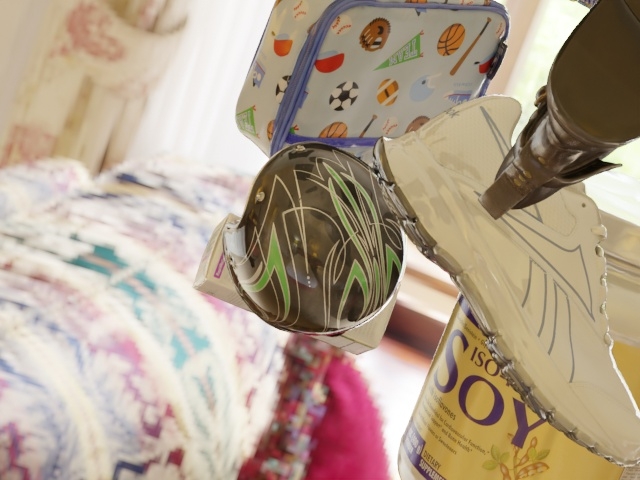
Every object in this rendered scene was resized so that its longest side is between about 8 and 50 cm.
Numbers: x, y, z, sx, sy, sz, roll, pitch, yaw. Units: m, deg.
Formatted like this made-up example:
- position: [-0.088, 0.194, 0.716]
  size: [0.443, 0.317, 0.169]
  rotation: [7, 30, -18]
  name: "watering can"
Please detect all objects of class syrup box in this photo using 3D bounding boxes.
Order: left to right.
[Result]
- position: [-0.032, 0.056, 1.939]
  size: [0.236, 0.096, 0.093]
  rotation: [23, -15, -9]
  name: "syrup box"

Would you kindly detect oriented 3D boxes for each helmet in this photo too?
- position: [0.000, 0.000, 1.410]
  size: [0.169, 0.161, 0.169]
  rotation: [10, 64, -21]
  name: "helmet"

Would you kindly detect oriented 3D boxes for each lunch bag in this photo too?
- position: [0.064, -0.175, 1.685]
  size: [0.303, 0.243, 0.115]
  rotation: [-1, 33, -40]
  name: "lunch bag"

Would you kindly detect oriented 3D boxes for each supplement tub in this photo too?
- position: [0.232, 0.113, 1.442]
  size: [0.241, 0.331, 0.241]
  rotation: [18, 17, -6]
  name: "supplement tub"

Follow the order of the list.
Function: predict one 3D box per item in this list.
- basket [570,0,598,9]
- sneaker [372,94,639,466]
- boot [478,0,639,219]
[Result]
- position: [0.301, -0.263, 1.260]
  size: [0.289, 0.201, 0.254]
  rotation: [14, 7, -32]
  name: "basket"
- position: [0.160, 0.027, 1.109]
  size: [0.297, 0.129, 0.111]
  rotation: [57, -3, -2]
  name: "sneaker"
- position: [0.203, -0.118, 0.901]
  size: [0.091, 0.263, 0.229]
  rotation: [53, -5, 6]
  name: "boot"
